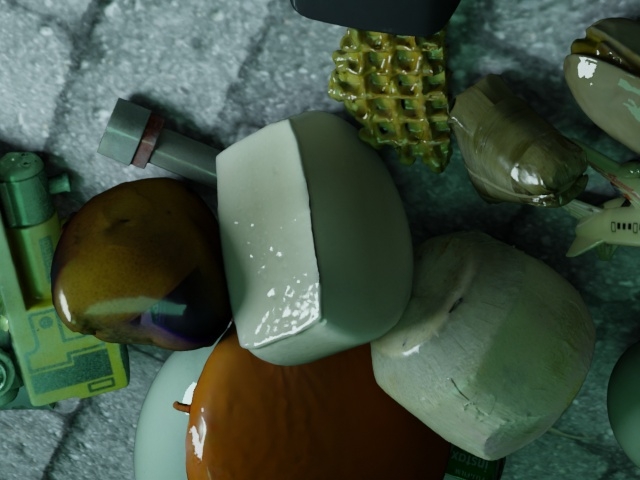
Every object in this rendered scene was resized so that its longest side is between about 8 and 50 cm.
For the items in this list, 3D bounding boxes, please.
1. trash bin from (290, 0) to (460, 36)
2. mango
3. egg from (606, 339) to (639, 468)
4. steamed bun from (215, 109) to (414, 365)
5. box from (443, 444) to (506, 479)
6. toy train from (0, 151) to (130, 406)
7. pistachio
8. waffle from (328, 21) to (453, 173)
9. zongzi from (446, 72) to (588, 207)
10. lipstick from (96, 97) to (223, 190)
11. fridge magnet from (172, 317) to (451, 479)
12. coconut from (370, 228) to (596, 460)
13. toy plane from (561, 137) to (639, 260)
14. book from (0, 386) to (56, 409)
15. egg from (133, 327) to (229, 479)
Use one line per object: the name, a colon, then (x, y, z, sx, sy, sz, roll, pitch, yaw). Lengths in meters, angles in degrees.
trash bin: (0.050, -0.312, 0.858, 0.182, 0.209, 0.290, 10, 143, 9)
mango: (-0.180, 0.027, 1.258, 0.152, 0.287, 0.201, -33, 112, 7)
egg: (0.393, 0.187, 1.296, 0.149, 0.149, 0.192, -16, 125, 34)
steamed bun: (0.000, 0.000, 1.205, 0.164, 0.242, 0.146, 8, 157, -45)
box: (0.110, 0.294, 1.556, 0.250, 0.103, 0.180, 14, 138, 6)
toy train: (-0.375, 0.037, 1.418, 0.237, 0.150, 0.369, -14, 124, -13)
pistachio: (0.282, -0.133, 1.029, 0.149, 0.113, 0.113, 27, 138, -10)
waffle: (0.088, -0.153, 1.129, 0.160, 0.046, 0.192, 29, 138, -7)
zongzi: (0.195, -0.053, 1.124, 0.078, 0.160, 0.176, -28, 137, -9)
lipstick: (-0.144, -0.091, 1.282, 0.186, 0.057, 0.063, 22, 138, -11)
fridge magnet: (0.003, 0.216, 1.346, 0.363, 0.364, 0.155, 46, 157, -27)
coconut: (0.176, 0.112, 1.253, 0.227, 0.227, 0.230, -26, 126, 39)
toy plane: (0.329, -0.023, 1.129, 0.229, 0.092, 0.244, 45, 151, -22)
book: (-0.476, 0.219, 1.764, 0.135, 0.017, 0.103, -4, 136, 26)
egg: (-0.127, 0.265, 1.522, 0.229, 0.230, 0.371, 12, 130, 9)
